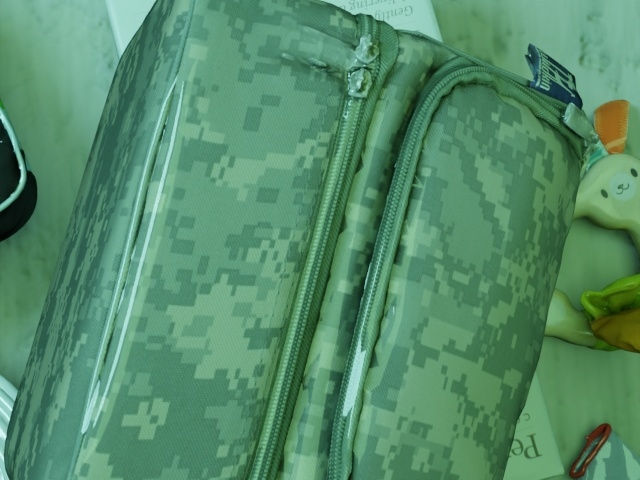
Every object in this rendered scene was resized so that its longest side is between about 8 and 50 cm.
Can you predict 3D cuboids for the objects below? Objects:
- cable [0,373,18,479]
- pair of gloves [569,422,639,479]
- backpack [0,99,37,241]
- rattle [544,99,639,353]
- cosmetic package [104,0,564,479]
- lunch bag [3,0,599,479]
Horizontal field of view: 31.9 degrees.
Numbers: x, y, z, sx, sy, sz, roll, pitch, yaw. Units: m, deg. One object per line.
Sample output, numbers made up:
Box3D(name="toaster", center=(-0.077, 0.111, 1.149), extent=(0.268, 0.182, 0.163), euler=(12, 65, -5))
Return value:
Box3D(name="cable", center=(-0.284, 0.189, 0.715), extent=(0.257, 0.089, 0.257), euler=(-15, 67, -13))
Box3D(name="pair of gloves", center=(0.220, 0.245, 0.827), extent=(0.159, 0.023, 0.198), euler=(39, 83, -2))
Box3D(name="backpack", center=(-0.327, -0.079, 0.725), extent=(0.225, 0.191, 0.253), euler=(-31, 93, -13))
Box3D(name="rattle", center=(0.212, -0.022, 0.815), extent=(0.130, 0.143, 0.199), euler=(13, 85, 14))
Box3D(name="cosmetic package", center=(0.000, 0.000, 0.771), extent=(0.217, 0.156, 0.385), euler=(-16, 83, -8))
Box3D(name="lunch bag", center=(-0.001, 0.031, 0.594), extent=(0.256, 0.212, 0.305), euler=(17, 81, -20))
